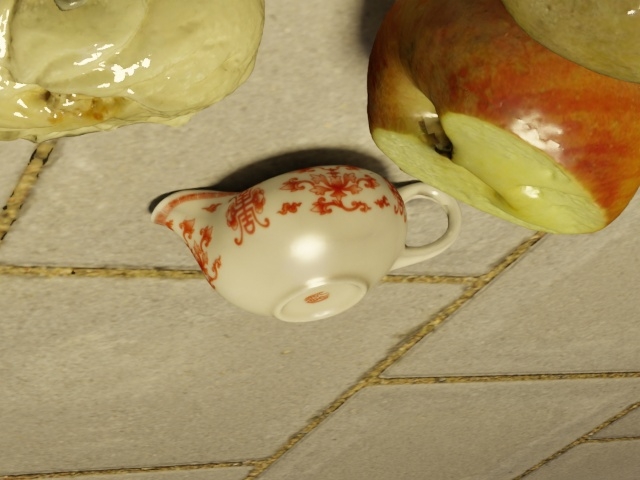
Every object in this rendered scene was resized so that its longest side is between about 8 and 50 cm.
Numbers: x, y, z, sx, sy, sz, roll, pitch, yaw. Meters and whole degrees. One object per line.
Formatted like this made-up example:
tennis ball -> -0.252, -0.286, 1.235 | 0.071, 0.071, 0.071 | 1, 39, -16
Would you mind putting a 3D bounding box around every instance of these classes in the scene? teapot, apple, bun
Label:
teapot -> 0.000, 0.000, 1.027 | 0.246, 0.116, 0.159 | -7, 143, -27
apple -> 0.116, -0.094, 0.805 | 0.173, 0.160, 0.195 | 11, 170, -20
bun -> -0.121, -0.108, 0.716 | 0.188, 0.111, 0.164 | -6, 157, -24

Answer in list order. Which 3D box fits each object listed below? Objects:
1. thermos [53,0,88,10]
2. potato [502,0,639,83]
thermos -> -0.116, -0.202, 0.481 | 0.176, 0.146, 0.265 | 28, 166, 12
potato -> 0.197, -0.170, 0.669 | 0.235, 0.177, 0.160 | -25, -160, -14
